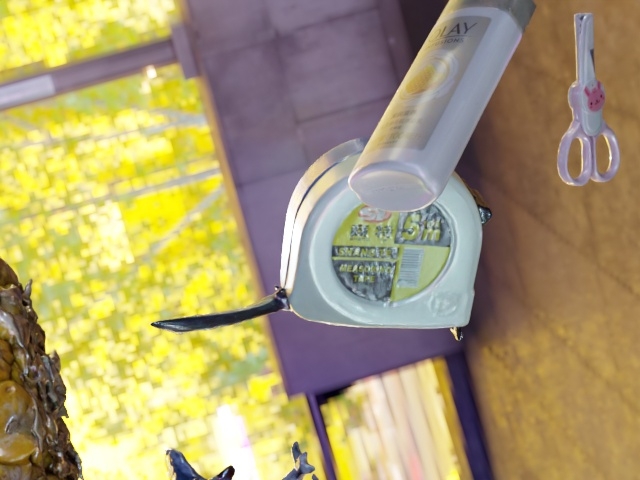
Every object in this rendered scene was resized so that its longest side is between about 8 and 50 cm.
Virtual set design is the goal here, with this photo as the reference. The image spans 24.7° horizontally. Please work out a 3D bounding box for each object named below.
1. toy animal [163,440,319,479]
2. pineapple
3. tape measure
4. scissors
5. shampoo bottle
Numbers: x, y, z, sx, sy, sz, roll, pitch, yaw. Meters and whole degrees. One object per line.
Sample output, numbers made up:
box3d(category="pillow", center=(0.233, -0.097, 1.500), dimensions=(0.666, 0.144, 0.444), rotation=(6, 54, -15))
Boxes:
box3d(category="toy animal", center=(-0.075, 0.256, 1.328), dimensions=(0.239, 0.176, 0.255), rotation=(46, 151, 32))
box3d(category="pineapple", center=(-0.172, 0.089, 0.768), dimensions=(0.225, 0.076, 0.224), rotation=(166, 90, -85))
box3d(category="tape measure", center=(0.000, 0.000, 1.530), dimensions=(0.098, 0.351, 0.215), rotation=(-119, 33, -60))
box3d(category="scissors", center=(0.375, -0.199, 2.064), dimensions=(0.030, 0.118, 0.242), rotation=(8, 105, 51))
box3d(category="shampoo bottle", center=(0.104, -0.124, 1.216), dimensions=(0.086, 0.227, 0.056), rotation=(-4, 136, 43))
